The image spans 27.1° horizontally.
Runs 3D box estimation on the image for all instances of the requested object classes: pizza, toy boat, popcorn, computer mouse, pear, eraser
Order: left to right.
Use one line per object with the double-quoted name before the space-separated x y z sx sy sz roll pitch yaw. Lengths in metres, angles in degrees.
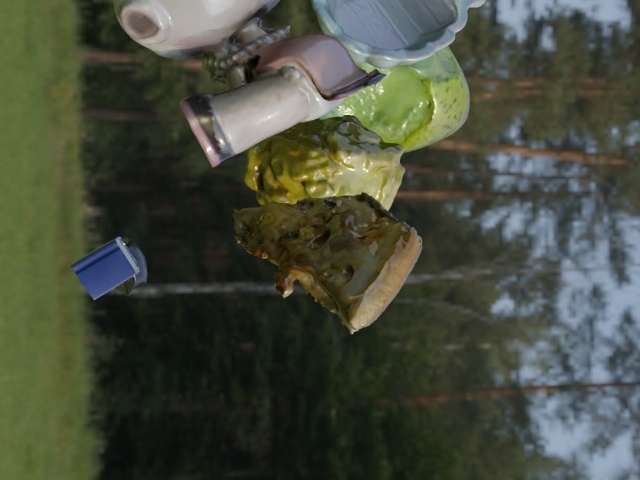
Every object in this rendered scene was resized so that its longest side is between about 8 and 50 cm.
"eraser" -0.322 0.041 1.996 0.063 0.084 0.027 58 15 -7
"computer mouse" -0.328 0.040 2.243 0.099 0.057 0.172 68 -19 -5
"pizza" 0.000 0.000 1.791 0.297 0.189 0.071 32 -18 41
"popcorn" 0.006 -0.100 2.030 0.266 0.233 0.192 -18 117 -63
"pear" 0.110 -0.238 2.247 0.286 0.282 0.176 126 -24 -43
"toy boat" 0.090 -0.310 1.785 0.199 0.290 0.100 57 -37 12

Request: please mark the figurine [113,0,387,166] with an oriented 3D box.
"figurine" -0.102 -0.279 1.452 0.361 0.211 0.253 56 21 -5
